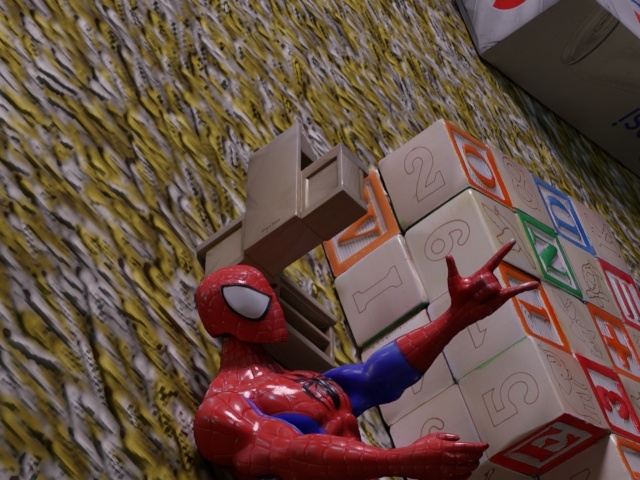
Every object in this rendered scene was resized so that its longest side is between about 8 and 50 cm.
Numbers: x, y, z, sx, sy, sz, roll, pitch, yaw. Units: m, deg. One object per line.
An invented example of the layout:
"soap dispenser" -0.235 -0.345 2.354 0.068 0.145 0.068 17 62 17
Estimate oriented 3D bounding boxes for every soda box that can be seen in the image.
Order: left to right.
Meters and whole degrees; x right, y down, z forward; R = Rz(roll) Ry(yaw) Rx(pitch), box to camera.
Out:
"soda box" 0.229 -0.150 1.308 0.286 0.098 0.091 29 35 -46

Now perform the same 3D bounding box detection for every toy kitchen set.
"toy kitchen set" 0.000 0.000 0.700 0.075 0.083 0.068 41 28 -29

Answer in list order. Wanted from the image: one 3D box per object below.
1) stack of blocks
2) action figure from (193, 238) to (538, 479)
"stack of blocks" 0.118 0.103 0.780 0.171 0.087 0.297 25 38 -49
"action figure" 0.052 0.112 0.596 0.280 0.139 0.091 58 23 12
